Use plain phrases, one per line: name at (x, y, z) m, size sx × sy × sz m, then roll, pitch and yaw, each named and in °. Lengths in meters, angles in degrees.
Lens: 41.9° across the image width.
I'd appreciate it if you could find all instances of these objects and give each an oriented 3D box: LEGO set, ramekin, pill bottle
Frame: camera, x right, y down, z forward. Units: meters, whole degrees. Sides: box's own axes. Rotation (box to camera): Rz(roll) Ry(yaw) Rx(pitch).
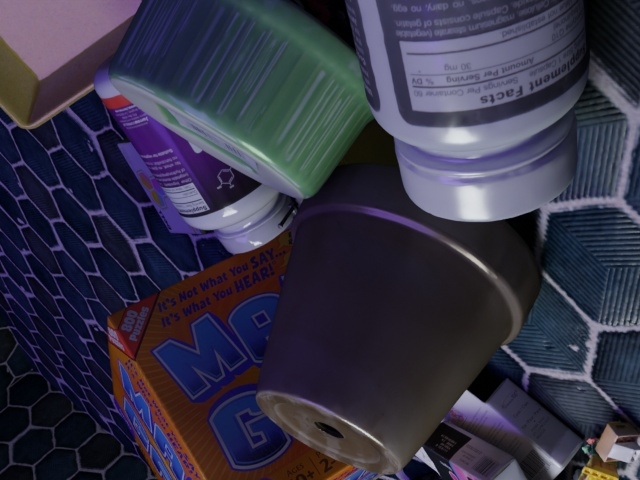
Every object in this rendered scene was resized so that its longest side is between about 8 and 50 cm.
LEGO set at (0.391, 0.348, 1.160) m, size 0.132 × 0.107 × 0.287 m, roll -13°, pitch 115°, yaw 19°
ramekin at (-0.090, -0.174, 0.955) m, size 0.303 × 0.148 × 0.303 m, roll 30°, pitch 177°, yaw 2°
pill bottle at (0.124, -0.208, 0.723) m, size 0.204 × 0.204 × 0.361 m, roll 21°, pitch 140°, yaw 39°
pill bottle at (-0.164, -0.144, 1.193) m, size 0.181 × 0.181 × 0.323 m, roll 5°, pitch 133°, yaw 51°

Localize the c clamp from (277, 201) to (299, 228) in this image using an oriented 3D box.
c clamp at (0.000, 0.000, 1.208) m, size 0.022 × 0.137 × 0.161 m, roll -17°, pitch 120°, yaw 33°

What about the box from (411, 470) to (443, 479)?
box at (0.226, 0.508, 1.518) m, size 0.153 × 0.108 × 0.207 m, roll 46°, pitch 151°, yaw 4°

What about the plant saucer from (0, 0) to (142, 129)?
plant saucer at (-0.424, -0.373, 1.226) m, size 0.333 × 0.081 × 0.333 m, roll -26°, pitch 121°, yaw 24°

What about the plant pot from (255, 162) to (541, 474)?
plant pot at (0.069, 0.113, 1.016) m, size 0.323 × 0.280 × 0.323 m, roll 23°, pitch 153°, yaw 12°

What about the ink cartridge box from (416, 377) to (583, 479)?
ink cartridge box at (0.236, 0.301, 1.305) m, size 0.261 × 0.066 × 0.296 m, roll 39°, pitch 149°, yaw 18°

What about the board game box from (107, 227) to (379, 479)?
board game box at (-0.087, 0.256, 1.315) m, size 0.356 × 0.356 × 0.356 m, roll 54°, pitch 154°, yaw 20°

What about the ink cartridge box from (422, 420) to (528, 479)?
ink cartridge box at (0.293, 0.441, 1.235) m, size 0.371 × 0.069 × 0.176 m, roll 57°, pitch 163°, yaw -18°

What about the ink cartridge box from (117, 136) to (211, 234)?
ink cartridge box at (-0.276, -0.113, 1.473) m, size 0.255 × 0.097 × 0.189 m, roll 2°, pitch 126°, yaw 51°

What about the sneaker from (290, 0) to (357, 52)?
sneaker at (-0.029, -0.320, 0.902) m, size 0.135 × 0.097 × 0.276 m, roll 9°, pitch 133°, yaw 45°

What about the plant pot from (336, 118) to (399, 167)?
plant pot at (0.048, -0.108, 1.062) m, size 0.081 × 0.083 × 0.081 m, roll -2°, pitch 124°, yaw 55°
